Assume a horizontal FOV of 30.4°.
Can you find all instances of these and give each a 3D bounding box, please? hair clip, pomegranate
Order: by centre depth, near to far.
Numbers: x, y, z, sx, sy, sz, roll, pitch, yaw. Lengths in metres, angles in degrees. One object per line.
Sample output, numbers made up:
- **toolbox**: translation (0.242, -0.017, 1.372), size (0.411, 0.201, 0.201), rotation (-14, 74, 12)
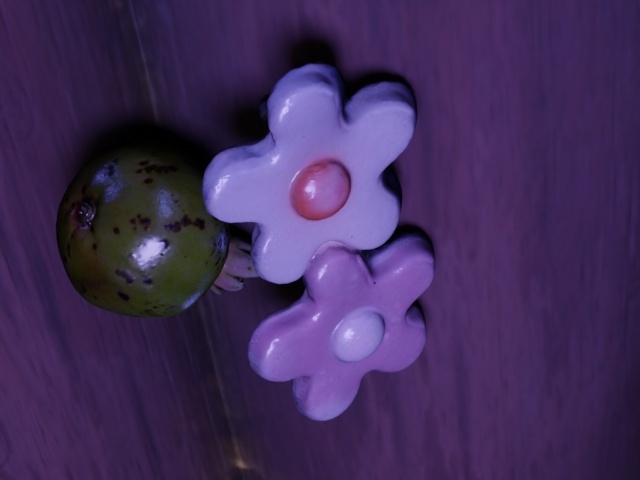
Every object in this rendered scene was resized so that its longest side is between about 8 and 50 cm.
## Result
- **hair clip**: translation (0.004, 0.003, 0.735), size (0.146, 0.075, 0.257), rotation (-28, 123, -23)
- **pomegranate**: translation (-0.098, -0.002, 0.747), size (0.114, 0.114, 0.142), rotation (-33, 145, 28)
